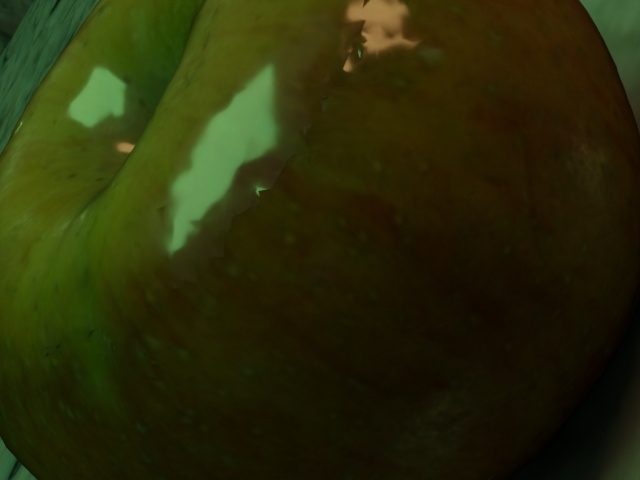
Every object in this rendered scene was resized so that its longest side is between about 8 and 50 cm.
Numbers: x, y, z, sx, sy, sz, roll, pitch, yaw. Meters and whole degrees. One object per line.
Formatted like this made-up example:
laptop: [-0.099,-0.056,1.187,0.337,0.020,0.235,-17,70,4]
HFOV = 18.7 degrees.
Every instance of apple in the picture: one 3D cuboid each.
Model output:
apple: [0.000,0.000,0.599,0.235,0.173,0.210,-1,60,61]
